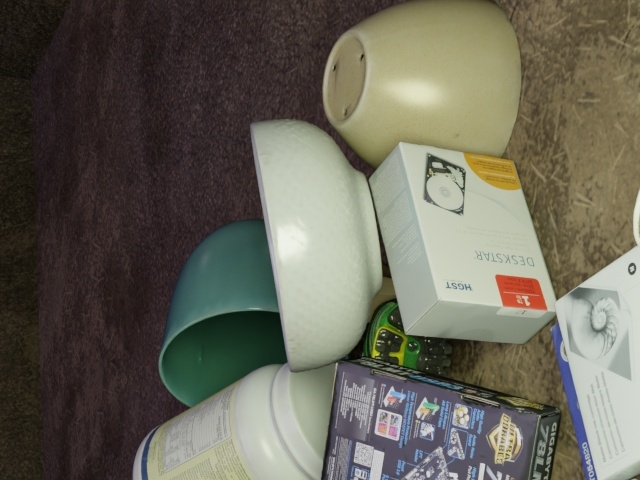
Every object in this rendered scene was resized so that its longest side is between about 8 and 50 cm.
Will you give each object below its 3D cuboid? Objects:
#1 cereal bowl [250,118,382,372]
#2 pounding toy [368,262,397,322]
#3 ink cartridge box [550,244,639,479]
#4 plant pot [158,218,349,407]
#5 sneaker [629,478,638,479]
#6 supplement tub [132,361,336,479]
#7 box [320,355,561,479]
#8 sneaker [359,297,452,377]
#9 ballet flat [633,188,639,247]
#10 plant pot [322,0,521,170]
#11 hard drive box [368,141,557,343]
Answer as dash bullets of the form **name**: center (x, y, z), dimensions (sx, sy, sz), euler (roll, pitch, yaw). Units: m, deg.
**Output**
- **cereal bowl**: center (0.000, 0.000, 1.706), dimensions (0.339, 0.141, 0.339), euler (171, 90, -88)
- **pounding toy**: center (0.059, 0.082, 1.908), dimensions (0.141, 0.130, 0.100), euler (31, 105, 57)
- **ink cartridge box**: center (0.327, 0.149, 1.440), dimensions (0.224, 0.045, 0.223), euler (-48, 44, 50)
- **plant pot**: center (-0.106, 0.110, 2.056), dimensions (0.293, 0.293, 0.235), euler (123, 154, -42)
- **sneaker**: center (0.305, 0.338, 1.431), dimensions (0.094, 0.080, 0.212), euler (66, 149, 27)
- **supplement tub**: center (-0.098, 0.329, 1.948), dimensions (0.324, 0.235, 0.236), euler (-32, 53, 29)
- **box**: center (0.136, 0.320, 1.620), dimensions (0.293, 0.073, 0.296), euler (11, 97, 33)
- **sneaker**: center (0.108, 0.246, 1.795), dimensions (0.146, 0.134, 0.344), euler (-132, 52, -79)
- **ballet flat**: center (0.426, -0.158, 1.248), dimensions (0.400, 0.139, 0.139), euler (-64, 33, 26)
- **plant pot**: center (0.114, -0.207, 1.773), dimensions (0.284, 0.190, 0.284), euler (-20, 67, 61)
- **hard drive box**: center (0.177, 0.005, 1.618), dimensions (0.089, 0.181, 0.232), euler (-50, 43, 46)
